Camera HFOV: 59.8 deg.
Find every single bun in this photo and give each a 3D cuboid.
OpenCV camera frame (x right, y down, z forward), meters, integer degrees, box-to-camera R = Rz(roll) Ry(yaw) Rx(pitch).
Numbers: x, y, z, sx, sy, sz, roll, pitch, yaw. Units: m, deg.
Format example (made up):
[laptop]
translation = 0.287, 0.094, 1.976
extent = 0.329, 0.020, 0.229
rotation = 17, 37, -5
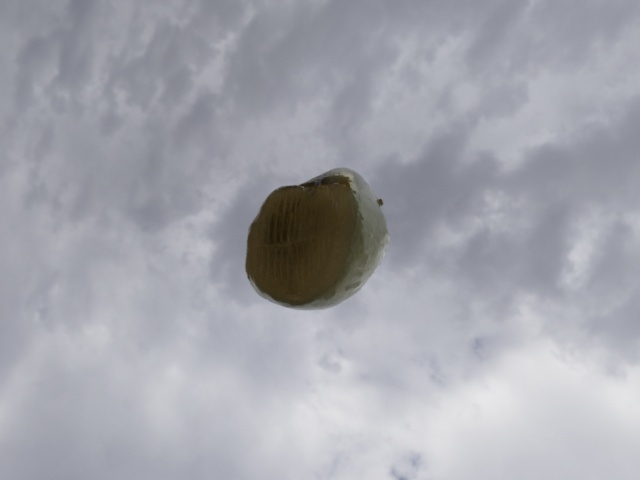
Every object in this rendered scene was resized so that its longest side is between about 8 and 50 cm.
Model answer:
[bun]
translation = 0.000, 0.000, 0.831
extent = 0.230, 0.145, 0.229
rotation = -10, -108, 32
